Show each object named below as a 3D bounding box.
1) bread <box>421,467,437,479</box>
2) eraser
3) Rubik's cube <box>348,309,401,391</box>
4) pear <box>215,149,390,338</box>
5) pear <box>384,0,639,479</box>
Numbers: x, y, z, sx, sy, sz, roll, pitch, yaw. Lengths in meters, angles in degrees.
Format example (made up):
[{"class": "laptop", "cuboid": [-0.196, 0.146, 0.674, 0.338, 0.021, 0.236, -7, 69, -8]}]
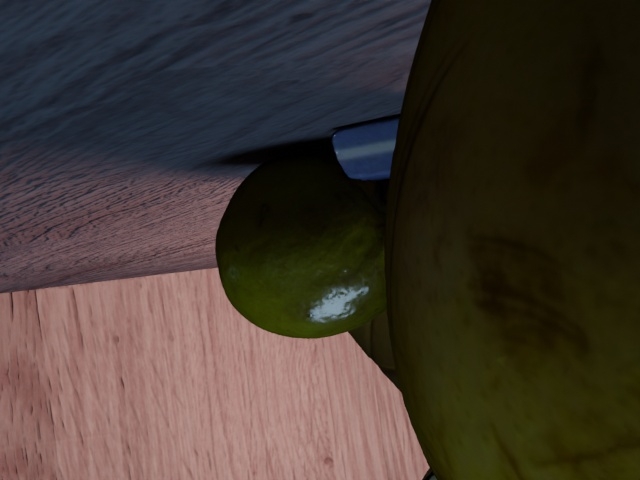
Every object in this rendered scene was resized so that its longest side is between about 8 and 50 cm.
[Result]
[{"class": "bread", "cuboid": [0.280, 0.099, 1.361, 0.346, 0.242, 0.405, -54, 179, 19]}, {"class": "eraser", "cuboid": [0.097, -0.067, 1.257, 0.082, 0.036, 0.225, -8, 178, 31]}, {"class": "Rubik's cube", "cuboid": [0.082, -0.003, 1.548, 0.254, 0.255, 0.254, -8, 177, 0]}, {"class": "pear", "cuboid": [0.000, 0.000, 1.294, 0.162, 0.149, 0.148, -24, 167, 40]}, {"class": "pear", "cuboid": [0.147, -0.001, 0.512, 0.280, 0.281, 0.281, -8, 177, 0]}]
